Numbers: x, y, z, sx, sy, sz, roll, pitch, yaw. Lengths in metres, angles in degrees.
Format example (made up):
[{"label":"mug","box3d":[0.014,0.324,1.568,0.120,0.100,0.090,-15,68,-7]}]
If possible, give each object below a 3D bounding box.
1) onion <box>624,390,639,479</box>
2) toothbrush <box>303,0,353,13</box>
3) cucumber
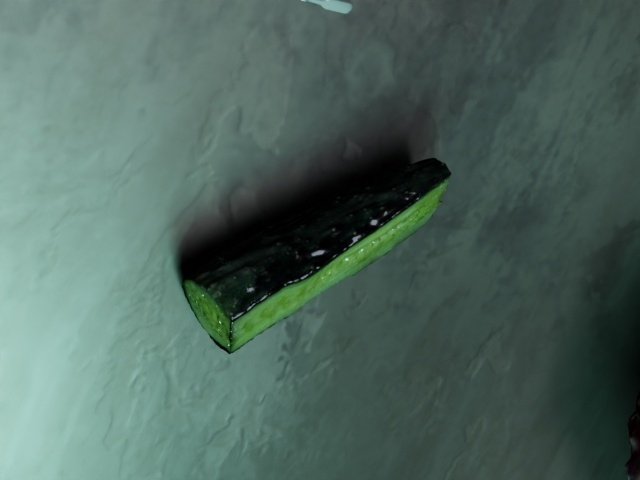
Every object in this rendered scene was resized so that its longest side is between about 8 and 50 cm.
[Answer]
[{"label":"onion","box3d":[0.363,0.135,1.750,0.280,0.146,0.314,-44,140,14]},{"label":"toothbrush","box3d":[-0.060,-0.187,1.375,0.204,0.022,0.017,12,124,-35]},{"label":"cucumber","box3d":[-0.002,-0.001,1.495,0.211,0.062,0.078,-34,162,-19]}]
